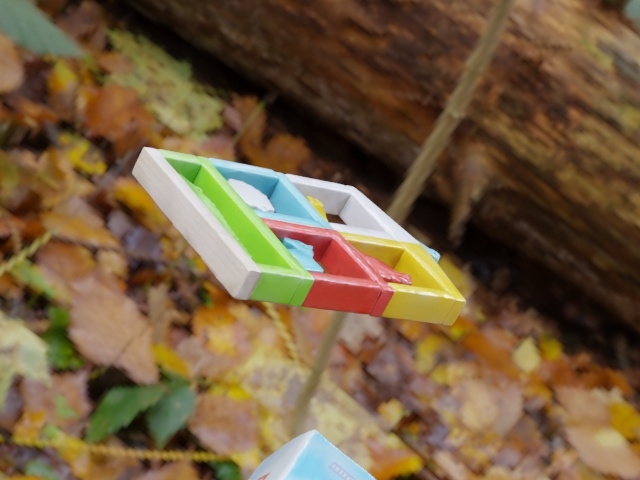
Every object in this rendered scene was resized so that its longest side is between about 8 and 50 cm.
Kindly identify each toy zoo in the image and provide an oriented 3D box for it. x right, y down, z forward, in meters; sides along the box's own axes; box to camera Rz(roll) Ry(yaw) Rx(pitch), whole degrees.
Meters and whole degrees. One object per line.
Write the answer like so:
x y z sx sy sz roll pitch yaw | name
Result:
0.000 0.000 1.312 0.293 0.030 0.192 10 27 -41 | toy zoo

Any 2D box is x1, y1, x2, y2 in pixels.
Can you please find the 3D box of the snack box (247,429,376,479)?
0.061 0.238 0.500 0.322 0.060 0.187 40 59 -6 | snack box
